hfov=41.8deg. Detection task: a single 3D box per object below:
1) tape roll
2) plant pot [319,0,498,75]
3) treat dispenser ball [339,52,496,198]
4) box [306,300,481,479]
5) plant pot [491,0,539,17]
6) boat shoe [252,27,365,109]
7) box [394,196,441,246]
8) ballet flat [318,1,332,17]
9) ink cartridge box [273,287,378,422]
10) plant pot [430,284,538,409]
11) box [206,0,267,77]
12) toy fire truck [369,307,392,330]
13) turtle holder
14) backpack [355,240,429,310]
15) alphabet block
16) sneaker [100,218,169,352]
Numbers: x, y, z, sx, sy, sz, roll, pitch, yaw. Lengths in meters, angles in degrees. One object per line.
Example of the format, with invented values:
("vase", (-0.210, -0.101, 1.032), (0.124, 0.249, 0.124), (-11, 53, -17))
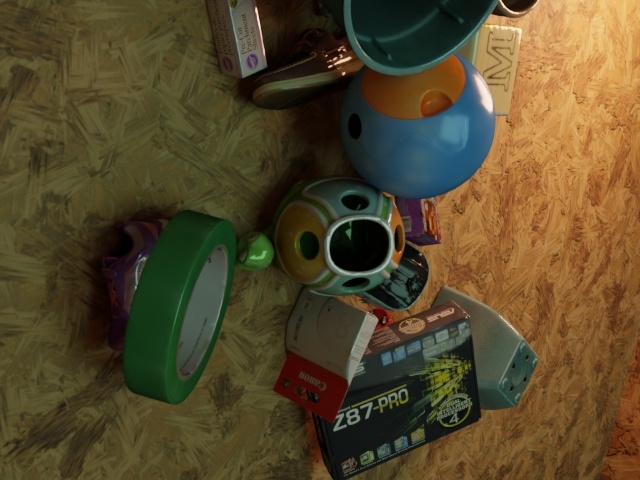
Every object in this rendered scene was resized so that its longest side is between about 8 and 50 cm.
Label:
("tape roll", (-0.230, 0.112, 1.409), (0.321, 0.077, 0.321), (15, 90, -83))
("plant pot", (0.092, -0.507, 1.407), (0.341, 0.334, 0.341), (-23, 139, -22))
("treat dispenser ball", (0.180, -0.221, 1.558), (0.288, 0.288, 0.288), (-20, 118, -43))
("box", (0.170, 0.347, 1.933), (0.395, 0.097, 0.318), (-19, 118, -14))
("plant pot", (0.335, -0.612, 1.771), (0.263, 0.229, 0.263), (-19, 117, -43))
("boat shoe", (-0.011, -0.341, 1.594), (0.342, 0.123, 0.123), (-26, 91, -39))
("box", (0.200, -0.142, 1.796), (0.201, 0.057, 0.293), (17, 66, -71))
("ballet flat", (0.016, -0.489, 1.611), (0.041, 0.041, 0.114), (1, 102, -48))
("ink cartridge box", (-0.004, 0.232, 1.740), (0.066, 0.189, 0.232), (36, 77, -48))
("plant pot", (0.413, 0.303, 2.182), (0.247, 0.252, 0.247), (45, 70, -46))
("box", (-0.158, -0.440, 1.415), (0.067, 0.063, 0.324), (-31, 126, -36))
("toy fire truck", (0.113, 0.270, 1.992), (0.192, 0.047, 0.135), (-48, 135, -26))
("turtle holder", (0.012, -0.015, 1.611), (0.320, 0.227, 0.243), (22, 92, -17))
("backpack", (0.136, 0.066, 1.837), (0.166, 0.188, 0.144), (-60, -177, -15))
("alphabet block", (0.310, -0.387, 1.860), (0.193, 0.192, 0.197), (-10, 113, -48))
("sneaker", (-0.326, 0.068, 1.405), (0.105, 0.095, 0.236), (18, 85, -43))
